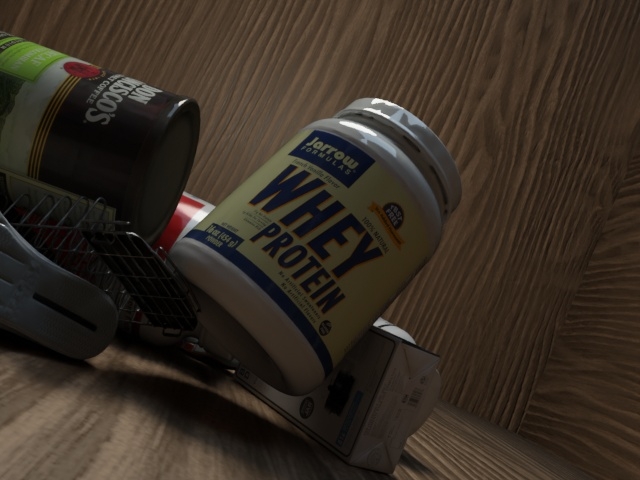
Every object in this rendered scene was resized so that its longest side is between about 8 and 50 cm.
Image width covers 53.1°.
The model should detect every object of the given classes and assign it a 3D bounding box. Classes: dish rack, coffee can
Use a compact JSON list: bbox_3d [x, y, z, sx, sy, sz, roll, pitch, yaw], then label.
[{"bbox_3d":[-0.266,0.022,0.720,0.271,0.074,0.208,5,-35,19],"label":"dish rack"},{"bbox_3d":[-0.313,-0.123,0.782,0.275,0.201,0.201,20,-6,0],"label":"coffee can"}]

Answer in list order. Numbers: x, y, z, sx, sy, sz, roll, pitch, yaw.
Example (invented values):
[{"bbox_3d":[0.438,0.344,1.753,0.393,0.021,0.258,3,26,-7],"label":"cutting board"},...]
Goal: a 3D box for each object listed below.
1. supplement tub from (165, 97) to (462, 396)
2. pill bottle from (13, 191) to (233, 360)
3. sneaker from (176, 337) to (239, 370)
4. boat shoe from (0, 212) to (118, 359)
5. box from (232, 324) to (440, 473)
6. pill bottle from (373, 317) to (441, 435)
[{"bbox_3d":[0.000,0.000,0.792,0.235,0.325,0.235,37,-22,18],"label":"supplement tub"},{"bbox_3d":[-0.279,0.017,0.962,0.407,0.229,0.229,25,-6,2],"label":"pill bottle"},{"bbox_3d":[-0.184,0.176,1.044,0.158,0.061,0.065,24,-33,17],"label":"sneaker"},{"bbox_3d":[-0.325,0.027,0.597,0.094,0.109,0.302,0,-36,36],"label":"boat shoe"},{"bbox_3d":[0.009,0.180,0.902,0.087,0.169,0.290,26,-4,-38],"label":"box"},{"bbox_3d":[0.037,0.198,1.085,0.323,0.181,0.181,27,-3,41],"label":"pill bottle"}]
